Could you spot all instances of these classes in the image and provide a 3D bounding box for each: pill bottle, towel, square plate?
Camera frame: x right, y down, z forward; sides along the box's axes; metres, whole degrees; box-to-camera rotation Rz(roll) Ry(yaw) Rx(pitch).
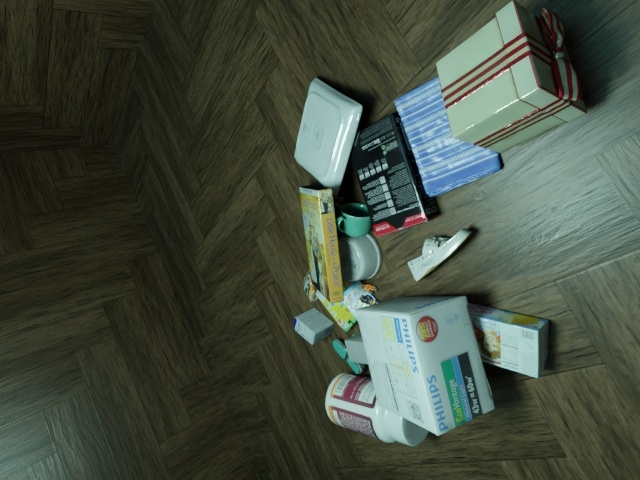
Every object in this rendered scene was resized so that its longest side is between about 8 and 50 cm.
[{"bbox_3d":[0.226,0.669,1.656,0.392,0.224,0.224,-7,98,48],"label":"pill bottle"},{"bbox_3d":[0.378,-0.325,1.256,0.243,0.040,0.336,-20,89,38],"label":"towel"},{"bbox_3d":[0.004,-0.392,1.557,0.344,0.049,0.348,48,133,43],"label":"square plate"}]

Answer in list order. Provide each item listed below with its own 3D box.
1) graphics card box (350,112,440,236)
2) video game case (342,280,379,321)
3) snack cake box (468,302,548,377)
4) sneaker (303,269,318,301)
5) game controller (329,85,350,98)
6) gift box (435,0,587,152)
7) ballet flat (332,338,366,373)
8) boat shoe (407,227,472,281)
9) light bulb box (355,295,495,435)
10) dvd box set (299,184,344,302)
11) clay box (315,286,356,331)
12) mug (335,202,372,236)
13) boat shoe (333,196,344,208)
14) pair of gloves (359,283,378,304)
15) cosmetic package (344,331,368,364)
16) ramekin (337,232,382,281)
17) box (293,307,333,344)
[{"bbox_3d":[0.240,-0.220,1.426,0.232,0.094,0.371,-20,90,49],"label":"graphics card box"},{"bbox_3d":[0.168,0.258,1.691,0.119,0.015,0.166,-47,66,16],"label":"video game case"},{"bbox_3d":[0.550,0.300,1.280,0.264,0.089,0.152,8,111,46],"label":"snack cake box"},{"bbox_3d":[-0.037,0.174,1.873,0.083,0.084,0.215,40,130,40],"label":"sneaker"},{"bbox_3d":[0.027,-0.425,1.602,0.166,0.067,0.319,44,131,28],"label":"game controller"},{"bbox_3d":[0.477,-0.388,1.006,0.258,0.276,0.255,-26,71,52],"label":"gift box"},{"bbox_3d":[0.130,0.504,1.822,0.188,0.070,0.070,48,133,30],"label":"ballet flat"},{"bbox_3d":[0.378,0.034,1.364,0.096,0.098,0.277,56,137,16],"label":"boat shoe"},{"bbox_3d":[0.320,0.374,1.352,0.361,0.225,0.358,162,95,-68],"label":"light bulb box"},{"bbox_3d":[0.000,0.000,1.620,0.307,0.062,0.421,-147,48,-71],"label":"dvd box set"},{"bbox_3d":[0.083,0.272,1.797,0.222,0.053,0.127,50,132,21],"label":"clay box"},{"bbox_3d":[0.120,-0.071,1.562,0.129,0.157,0.098,-107,20,-59],"label":"mug"},{"bbox_3d":[0.041,-0.159,1.700,0.137,0.049,0.043,10,68,47],"label":"boat shoe"},{"bbox_3d":[0.195,0.217,1.666,0.074,0.010,0.084,11,91,31],"label":"pair of gloves"},{"bbox_3d":[0.225,0.427,1.645,0.237,0.127,0.107,-13,93,50],"label":"cosmetic package"},{"bbox_3d":[0.130,0.064,1.632,0.207,0.109,0.207,18,116,42],"label":"ramekin"},{"bbox_3d":[-0.033,0.394,1.910,0.137,0.126,0.072,33,127,36],"label":"box"}]
